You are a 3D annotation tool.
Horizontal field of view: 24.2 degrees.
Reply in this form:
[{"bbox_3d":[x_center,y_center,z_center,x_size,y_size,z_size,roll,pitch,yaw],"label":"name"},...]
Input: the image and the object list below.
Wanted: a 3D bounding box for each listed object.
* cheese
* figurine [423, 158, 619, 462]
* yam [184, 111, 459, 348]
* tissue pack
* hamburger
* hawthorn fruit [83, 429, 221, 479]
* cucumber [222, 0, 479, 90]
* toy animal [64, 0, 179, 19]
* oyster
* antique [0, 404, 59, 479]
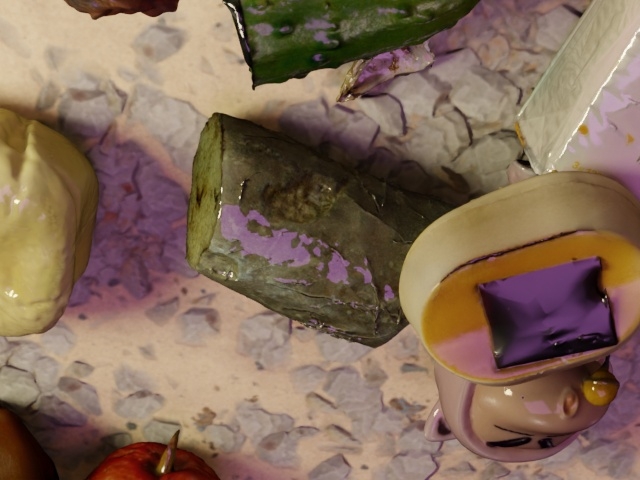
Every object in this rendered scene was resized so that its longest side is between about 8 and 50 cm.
[{"bbox_3d":[-0.303,-0.014,1.282,0.214,0.117,0.226,16,126,-6],"label":"cheese"},{"bbox_3d":[0.194,0.085,1.342,0.176,0.186,0.287,15,113,-18],"label":"figurine"},{"bbox_3d":[0.000,0.000,1.293,0.254,0.154,0.154,21,120,-18],"label":"yam"},{"bbox_3d":[0.311,-0.107,1.249,0.225,0.124,0.185,21,117,-17],"label":"tissue pack"},{"bbox_3d":[0.170,0.034,1.207,0.210,0.116,0.173,-19,116,8],"label":"hamburger"},{"bbox_3d":[-0.163,0.276,1.450,0.179,0.179,0.200,15,112,-13],"label":"hawthorn fruit"},{"bbox_3d":[0.042,-0.204,1.176,0.244,0.134,0.134,-13,124,-4],"label":"cucumber"},{"bbox_3d":[-0.234,-0.266,1.091,0.312,0.157,0.097,31,116,-23],"label":"toy animal"},{"bbox_3d":[0.050,-0.151,1.260,0.093,0.034,0.051,-22,139,-2],"label":"oyster"},{"bbox_3d":[-0.319,0.288,1.418,0.129,0.223,0.278,-1,88,-23],"label":"antique"}]
